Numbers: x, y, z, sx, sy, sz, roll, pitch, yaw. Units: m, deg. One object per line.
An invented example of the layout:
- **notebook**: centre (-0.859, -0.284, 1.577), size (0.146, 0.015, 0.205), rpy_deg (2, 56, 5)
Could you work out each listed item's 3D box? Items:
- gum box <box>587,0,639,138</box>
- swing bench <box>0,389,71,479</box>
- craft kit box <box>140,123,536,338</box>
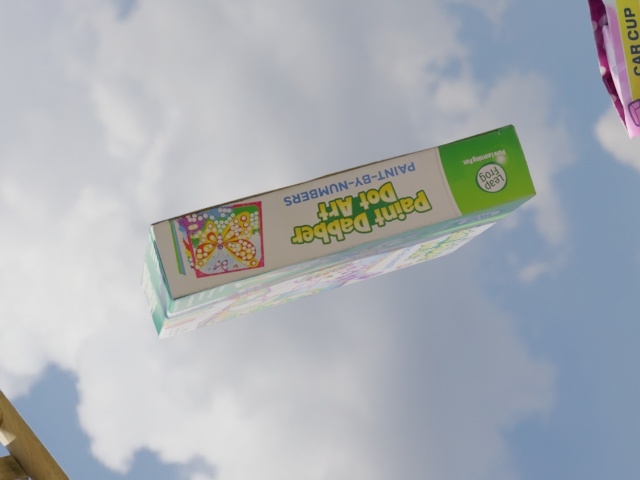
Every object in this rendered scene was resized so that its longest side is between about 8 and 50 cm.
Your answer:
- **gum box**: centre (0.202, -0.158, 0.830), size (0.062, 0.107, 0.188), rpy_deg (-102, -7, -47)
- **swing bench**: centre (-0.220, 0.261, 0.893), size (0.255, 0.253, 0.165), rpy_deg (47, -163, -16)
- **craft kit box**: centre (0.000, 0.000, 1.054), size (0.250, 0.246, 0.061), rpy_deg (129, 122, -78)
